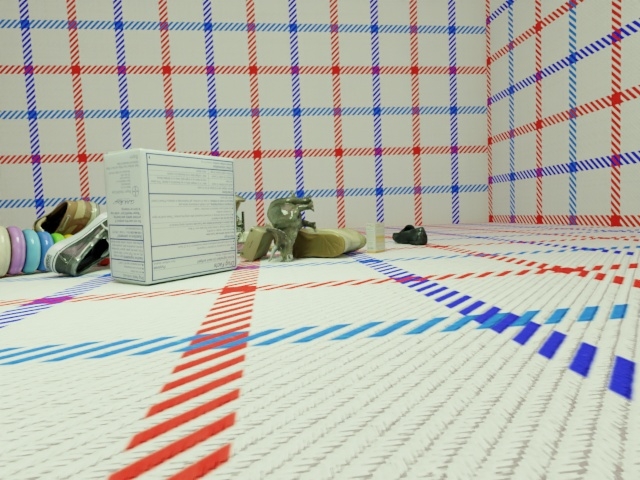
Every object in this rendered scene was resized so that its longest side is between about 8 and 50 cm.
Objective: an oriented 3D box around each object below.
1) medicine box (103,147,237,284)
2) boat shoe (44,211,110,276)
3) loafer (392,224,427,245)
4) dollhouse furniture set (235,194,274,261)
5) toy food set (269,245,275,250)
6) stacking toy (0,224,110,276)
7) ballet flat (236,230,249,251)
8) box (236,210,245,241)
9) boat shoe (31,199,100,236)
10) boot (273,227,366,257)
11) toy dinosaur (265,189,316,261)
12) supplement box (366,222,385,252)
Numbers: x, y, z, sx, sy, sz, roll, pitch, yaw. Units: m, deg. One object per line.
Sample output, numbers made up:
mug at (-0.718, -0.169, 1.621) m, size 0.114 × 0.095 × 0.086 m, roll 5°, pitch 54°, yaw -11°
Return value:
medicine box at (-0.345, -0.059, 1.012) m, size 0.149 × 0.289 × 0.264 m, roll 3°, pitch 6°, yaw 34°
boat shoe at (-0.617, 0.005, 1.199) m, size 0.105 × 0.113 × 0.306 m, roll 16°, pitch 23°, yaw 6°
loafer at (0.357, -0.025, 1.704) m, size 0.076 × 0.078 × 0.223 m, roll -3°, pitch 4°, yaw -18°
dollhouse furniture set at (-0.282, -0.037, 1.356) m, size 0.242 × 0.212 × 0.161 m, roll 25°, pitch 9°, yaw 6°
toy food set at (-0.159, 0.032, 1.619) m, size 0.078 × 0.019 × 0.122 m, roll -1°, pitch -4°, yaw 18°
stacking toy at (-0.760, 0.027, 1.236) m, size 0.141 × 0.141 × 0.330 m, roll 1°, pitch 1°, yaw 41°
ballet flat at (-0.297, 0.006, 1.621) m, size 0.077 × 0.079 × 0.222 m, roll -1°, pitch 3°, yaw 30°
box at (-0.430, -0.038, 1.762) m, size 0.233 × 0.159 × 0.044 m, roll -2°, pitch 2°, yaw 7°
boat shoe at (-0.832, -0.031, 1.321) m, size 0.324 × 0.123 × 0.116 m, roll -35°, pitch -27°, yaw 16°
boot at (0.000, 0.000, 1.396) m, size 0.262 × 0.095 × 0.203 m, roll 2°, pitch 6°, yaw 29°
toy dinosaur at (-0.101, -0.086, 1.297) m, size 0.161 × 0.121 × 0.313 m, roll -10°, pitch 46°, yaw -4°
supplement box at (0.184, -0.010, 1.415) m, size 0.036 × 0.098 × 0.062 m, roll 1°, pitch 4°, yaw 41°
